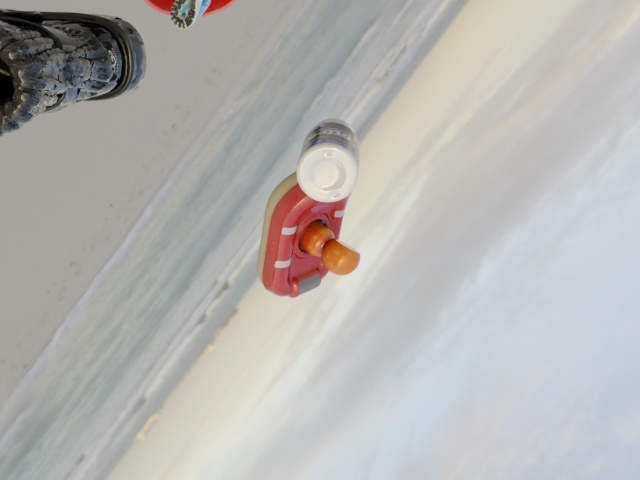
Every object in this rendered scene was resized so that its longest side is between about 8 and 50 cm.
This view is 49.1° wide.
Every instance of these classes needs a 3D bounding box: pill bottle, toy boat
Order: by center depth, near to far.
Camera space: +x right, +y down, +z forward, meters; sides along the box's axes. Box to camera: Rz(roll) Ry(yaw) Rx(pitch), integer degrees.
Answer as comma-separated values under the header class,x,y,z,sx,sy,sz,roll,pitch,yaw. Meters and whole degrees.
class,x,y,z,sx,sy,sz,roll,pitch,yaw
pill bottle,0.013,-0.110,0.915,0.078,0.078,0.137,-52,-167,23
toy boat,0.000,0.000,1.088,0.151,0.151,0.231,-22,134,-42

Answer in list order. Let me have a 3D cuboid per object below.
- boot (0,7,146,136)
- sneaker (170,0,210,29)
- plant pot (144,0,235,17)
class,x,y,z,sx,sy,sz,roll,pitch,yaw
boot,-0.396,-0.190,0.772,0.260,0.348,0.131,-54,138,-64
sneaker,-0.235,-0.490,1.360,0.162,0.063,0.073,-51,-175,25
plant pot,-0.310,-0.693,1.607,0.275,0.275,0.243,-51,-133,42
